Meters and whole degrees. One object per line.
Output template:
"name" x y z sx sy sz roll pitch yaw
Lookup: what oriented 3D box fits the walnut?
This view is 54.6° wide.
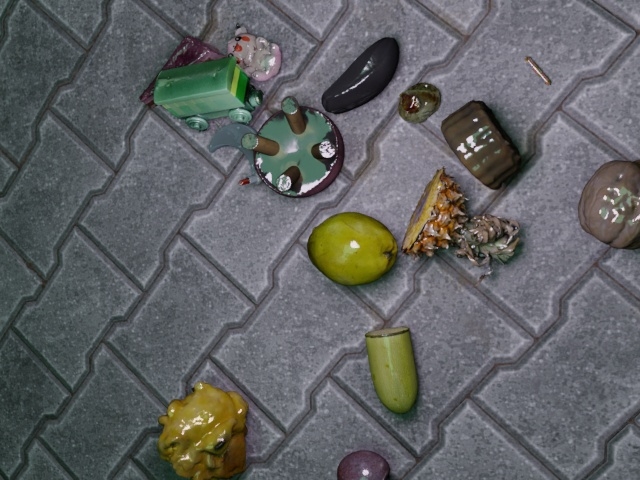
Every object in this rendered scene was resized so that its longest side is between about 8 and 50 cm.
"walnut" 0.734 -0.089 1.486 0.224 0.224 0.224 2 95 20

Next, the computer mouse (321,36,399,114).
"computer mouse" 0.124 -0.434 1.703 0.269 0.137 0.086 -43 71 17

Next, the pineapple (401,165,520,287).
"pineapple" 0.384 -0.024 1.624 0.271 0.262 0.263 24 103 -3

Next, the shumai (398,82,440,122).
"shumai" 0.261 -0.379 1.686 0.123 0.087 0.099 -42 79 17

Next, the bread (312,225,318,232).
"bread" 0.000 0.000 1.842 0.049 0.034 0.088 -3 98 6

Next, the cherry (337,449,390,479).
"cherry" 0.126 0.692 1.802 0.176 0.140 0.176 10 110 28

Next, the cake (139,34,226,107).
"cake" -0.438 -0.519 1.912 0.295 0.116 0.113 -37 78 16

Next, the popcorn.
"popcorn" -0.338 0.594 1.894 0.297 0.281 0.316 -40 102 -19

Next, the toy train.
"toy train" -0.323 -0.422 1.812 0.300 0.202 0.120 -3 68 26

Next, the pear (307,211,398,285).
"pear" 0.084 0.024 1.721 0.269 0.212 0.212 5 97 36

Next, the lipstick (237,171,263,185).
"lipstick" -0.196 -0.183 1.844 0.030 0.129 0.030 -34 83 46

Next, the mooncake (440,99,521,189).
"mooncake" 0.416 -0.245 1.570 0.124 0.228 0.228 -39 81 22

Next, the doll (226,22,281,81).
"doll" -0.202 -0.546 1.833 0.192 0.095 0.149 27 97 17

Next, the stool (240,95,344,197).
"stool" -0.075 -0.259 1.748 0.272 0.178 0.272 0 90 8

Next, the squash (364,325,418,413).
"squash" 0.208 0.373 1.749 0.132 0.132 0.247 -10 91 20

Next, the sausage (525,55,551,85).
"sausage" 0.564 -0.440 1.610 0.015 0.015 0.100 -40 81 18

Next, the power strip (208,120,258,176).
"power strip" -0.253 -0.293 1.900 0.216 0.044 0.137 34 104 13
